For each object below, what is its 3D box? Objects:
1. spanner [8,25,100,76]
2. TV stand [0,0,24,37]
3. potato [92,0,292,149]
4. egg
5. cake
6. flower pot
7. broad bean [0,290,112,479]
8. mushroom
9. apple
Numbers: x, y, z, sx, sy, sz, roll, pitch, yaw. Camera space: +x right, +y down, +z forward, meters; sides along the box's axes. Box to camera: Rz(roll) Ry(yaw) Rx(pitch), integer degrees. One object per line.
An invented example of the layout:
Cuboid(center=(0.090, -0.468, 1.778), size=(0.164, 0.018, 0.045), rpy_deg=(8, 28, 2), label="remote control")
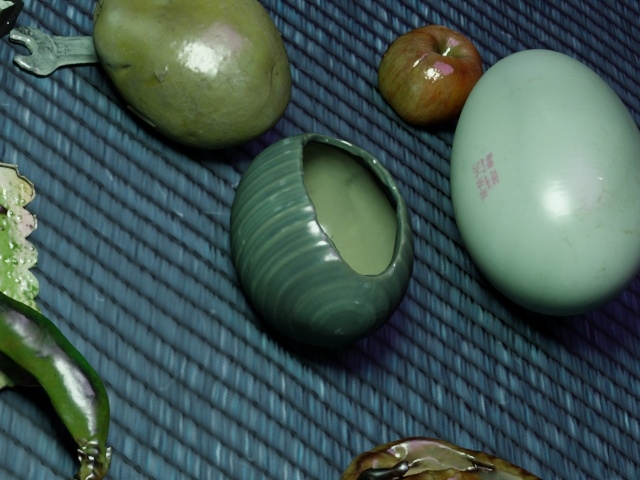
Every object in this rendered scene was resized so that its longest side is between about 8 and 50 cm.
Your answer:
Cuboid(center=(-0.214, -0.215, 2.113), size=(0.302, 0.017, 0.071), rpy_deg=(-5, 55, -37), label="spanner")
Cuboid(center=(-0.406, -0.201, 1.943), size=(0.040, 0.049, 0.256), rpy_deg=(43, 40, 7), label="TV stand")
Cuboid(center=(-0.139, -0.201, 2.041), size=(0.235, 0.160, 0.178), rpy_deg=(26, 43, -2), label="potato")
Cuboid(center=(0.260, -0.073, 2.140), size=(0.230, 0.230, 0.371), rpy_deg=(16, 39, -21), label="egg")
Cuboid(center=(-0.327, 0.043, 1.770), size=(0.109, 0.090, 0.225), rpy_deg=(6, 67, -34), label="cake")
Cuboid(center=(0.000, 0.000, 1.945), size=(0.189, 0.157, 0.243), rpy_deg=(12, 46, -23), label="flower pot")
Cuboid(center=(-0.292, 0.103, 1.671), size=(0.292, 0.049, 0.144), rpy_deg=(37, 39, -9), label="broad bean")
Cuboid(center=(0.119, 0.291, 1.714), size=(0.283, 0.195, 0.263), rpy_deg=(31, 29, -31), label="mushroom")
Cuboid(center=(0.135, -0.197, 2.271), size=(0.126, 0.102, 0.126), rpy_deg=(15, 42, -14), label="apple")
